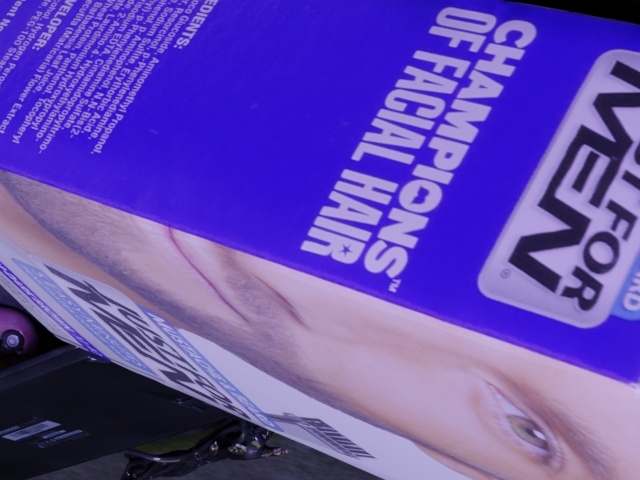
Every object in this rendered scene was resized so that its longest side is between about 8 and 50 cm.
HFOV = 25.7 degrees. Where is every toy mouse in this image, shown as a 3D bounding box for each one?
[{"bbox_3d":[-0.226,0.057,0.875,0.161,0.031,0.143,-9,143,38],"label":"toy mouse"}]

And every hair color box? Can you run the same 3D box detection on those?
[{"bbox_3d":[0.000,0.000,0.487,0.339,0.110,0.185,16,156,35],"label":"hair color box"}]

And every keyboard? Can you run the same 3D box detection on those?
[{"bbox_3d":[-0.152,0.121,0.911,0.201,0.033,0.317,24,149,-36],"label":"keyboard"}]

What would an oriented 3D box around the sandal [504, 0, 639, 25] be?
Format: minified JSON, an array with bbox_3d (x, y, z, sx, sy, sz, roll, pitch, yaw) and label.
[{"bbox_3d":[0.112,-0.051,0.482,0.254,0.054,0.097,10,151,12],"label":"sandal"}]
